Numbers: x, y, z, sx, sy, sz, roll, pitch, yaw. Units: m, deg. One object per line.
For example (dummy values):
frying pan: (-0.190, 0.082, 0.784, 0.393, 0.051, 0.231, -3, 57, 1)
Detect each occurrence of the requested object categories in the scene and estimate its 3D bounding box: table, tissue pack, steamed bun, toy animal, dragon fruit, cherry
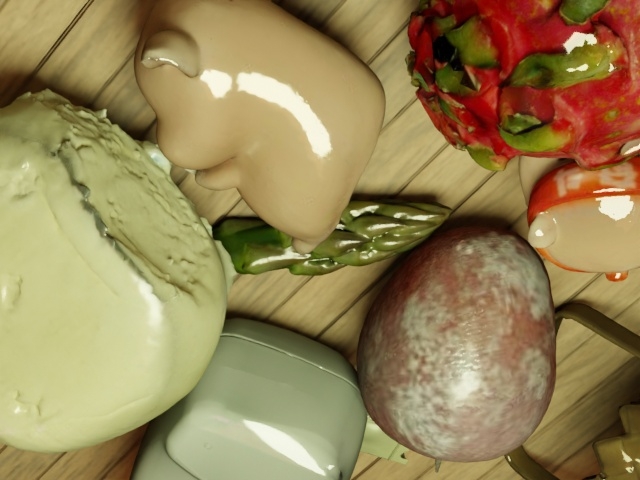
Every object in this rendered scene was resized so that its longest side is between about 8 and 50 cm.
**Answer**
table: (0.075, 0.211, 1.378, 0.083, 0.079, 0.062, 20, 124, -16)
tissue pack: (-0.089, 0.252, 1.320, 0.229, 0.236, 0.333, 23, 121, -5)
steamed bun: (-0.261, 0.035, 1.159, 0.312, 0.233, 0.334, -26, 96, 21)
toy animal: (0.279, -0.040, 1.140, 0.171, 0.198, 0.171, 1, 93, 18)
toy animal: (-0.061, -0.129, 1.094, 0.256, 0.195, 0.213, 27, 140, -18)
dragon fruit: (0.222, -0.193, 1.022, 0.303, 0.237, 0.231, -39, 142, 10)
cherry: (0.141, 0.123, 1.221, 0.213, 0.236, 0.285, 2, 111, -25)

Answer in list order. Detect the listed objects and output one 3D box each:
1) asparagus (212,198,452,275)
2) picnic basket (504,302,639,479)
asparagus: (0.000, 0.000, 1.236, 0.287, 0.080, 0.080, -12, 124, 10)
picnic basket: (0.363, 0.243, 1.304, 0.321, 0.291, 0.254, 34, 131, 29)
